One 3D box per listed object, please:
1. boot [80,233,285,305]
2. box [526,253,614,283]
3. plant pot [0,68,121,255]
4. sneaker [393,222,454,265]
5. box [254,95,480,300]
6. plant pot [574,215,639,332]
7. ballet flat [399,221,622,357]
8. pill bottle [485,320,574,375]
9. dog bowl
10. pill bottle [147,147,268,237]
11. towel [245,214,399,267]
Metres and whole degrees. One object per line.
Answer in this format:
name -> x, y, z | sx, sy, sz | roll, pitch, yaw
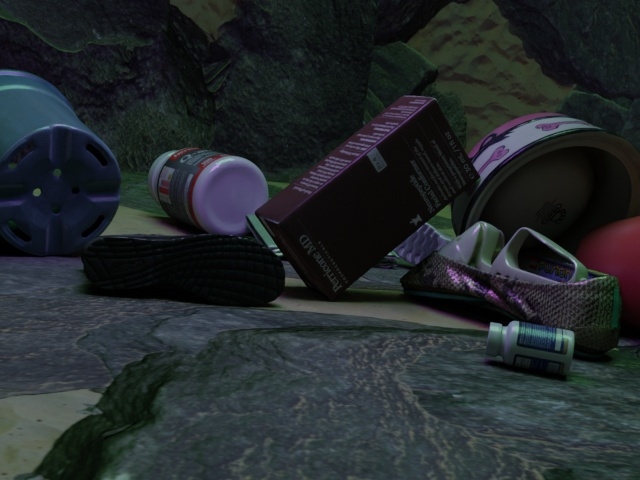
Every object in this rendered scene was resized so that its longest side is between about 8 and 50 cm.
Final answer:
boot -> -0.239, 0.031, 1.459 | 0.338, 0.118, 0.223 | 10, 2, -14
box -> 0.471, 0.100, 1.631 | 0.036, 0.114, 0.207 | 4, 8, -25
plant pot -> -0.574, -0.138, 1.669 | 0.341, 0.341, 0.334 | 2, 18, -38
sneaker -> 0.290, 0.034, 2.051 | 0.281, 0.105, 0.115 | 25, -2, 16
box -> 0.090, -0.087, 1.583 | 0.381, 0.191, 0.143 | -39, 22, -10
plant pot -> 0.640, 0.067, 1.618 | 0.275, 0.274, 0.243 | 3, -1, -34
ballet flat -> 0.338, 0.062, 1.524 | 0.164, 0.182, 0.483 | 5, 8, -36
pill bottle -> 0.304, 0.154, 1.233 | 0.120, 0.067, 0.067 | 10, 8, 11
dog bowl -> 0.450, -0.081, 1.736 | 0.408, 0.408, 0.150 | 5, 33, -22
pill bottle -> -0.309, -0.135, 2.226 | 0.210, 0.210, 0.363 | 3, 9, -35
towel -> 0.000, 0.000, 2.043 | 0.325, 0.038, 0.248 | 4, 20, -19
